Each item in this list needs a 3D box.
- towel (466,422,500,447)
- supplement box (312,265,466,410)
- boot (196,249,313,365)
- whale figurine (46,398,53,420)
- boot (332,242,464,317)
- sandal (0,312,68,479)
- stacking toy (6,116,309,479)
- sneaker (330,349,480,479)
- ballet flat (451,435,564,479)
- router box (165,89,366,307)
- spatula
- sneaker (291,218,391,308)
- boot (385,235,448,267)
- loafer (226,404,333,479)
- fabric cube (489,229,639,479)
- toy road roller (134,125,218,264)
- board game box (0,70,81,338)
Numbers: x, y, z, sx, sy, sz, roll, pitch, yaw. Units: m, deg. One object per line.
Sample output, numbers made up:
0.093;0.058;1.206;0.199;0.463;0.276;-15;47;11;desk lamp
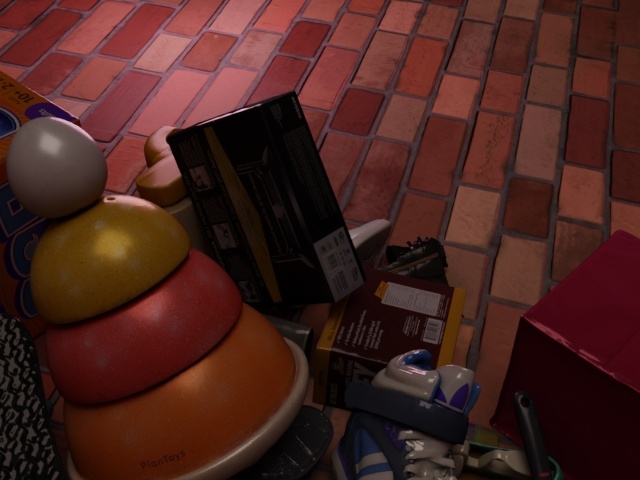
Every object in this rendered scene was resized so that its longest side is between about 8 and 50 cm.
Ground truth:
0.225;0.288;1.289;0.083;0.009;0.060;13;18;8;towel
0.107;0.162;1.345;0.194;0.129;0.191;13;43;9;supplement box
-0.113;0.118;1.342;0.209;0.189;0.076;18;42;23;boot
-0.505;0.259;1.178;0.272;0.141;0.216;-5;43;-11;whale figurine
0.128;0.106;1.457;0.198;0.077;0.137;-27;84;10;boot
-0.402;0.313;1.107;0.168;0.107;0.445;-2;66;-25;sandal
-0.245;0.061;1.115;0.351;0.479;0.350;-18;21;7;stacking toy
0.131;0.275;1.098;0.130;0.236;0.323;23;16;-25;sneaker
0.221;0.311;1.219;0.247;0.087;0.083;9;42;6;ballet flat
-0.087;-0.051;1.334;0.243;0.308;0.081;-7;18;47;router box
0.299;0.346;1.152;0.084;0.030;0.296;-5;75;-11;spatula
0.000;0.000;1.536;0.256;0.094;0.151;-31;58;-30;sneaker
0.180;0.044;1.549;0.099;0.045;0.121;-6;44;-20;boot
-0.108;0.331;1.175;0.109;0.095;0.302;41;49;21;loafer
0.436;0.191;1.250;0.259;0.254;0.258;35;52;29;fabric cube
-0.239;-0.090;1.557;0.241;0.202;0.329;13;40;32;toy road roller
-0.601;-0.040;1.341;0.357;0.356;0.356;31;49;26;board game box
